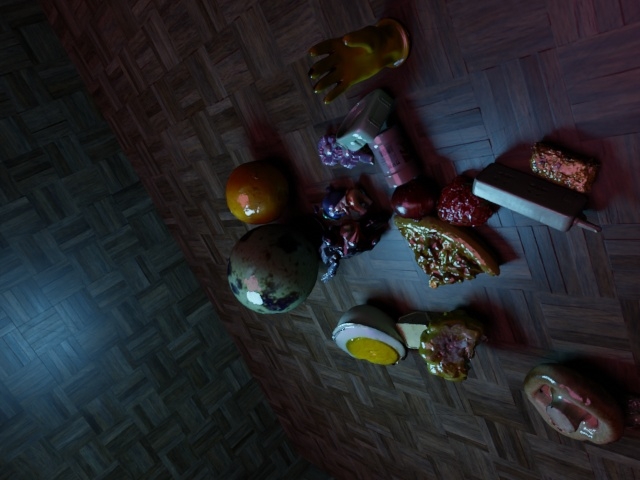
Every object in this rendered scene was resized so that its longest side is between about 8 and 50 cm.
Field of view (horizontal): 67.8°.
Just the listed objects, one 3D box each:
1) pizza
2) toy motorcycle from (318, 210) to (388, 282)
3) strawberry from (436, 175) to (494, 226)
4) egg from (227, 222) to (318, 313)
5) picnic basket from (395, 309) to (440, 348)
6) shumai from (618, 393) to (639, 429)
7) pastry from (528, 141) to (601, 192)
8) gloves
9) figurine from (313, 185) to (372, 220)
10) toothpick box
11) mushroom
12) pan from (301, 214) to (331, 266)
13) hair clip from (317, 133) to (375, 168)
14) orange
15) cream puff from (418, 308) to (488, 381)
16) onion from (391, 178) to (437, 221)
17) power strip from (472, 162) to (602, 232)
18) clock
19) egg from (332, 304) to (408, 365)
[{"bbox_3d":[0.355,0.008,1.376,0.268,0.087,0.258,58,145,-3],"label":"pizza"},{"bbox_3d":[0.074,0.025,1.638,0.134,0.207,0.401,68,153,17],"label":"toy motorcycle"},{"bbox_3d":[0.369,-0.093,1.255,0.192,0.085,0.140,23,139,42],"label":"strawberry"},{"bbox_3d":[-0.175,0.101,1.854,0.344,0.428,0.345,6,110,17],"label":"egg"},{"bbox_3d":[0.357,0.313,1.663,0.164,0.079,0.115,-7,113,54],"label":"picnic basket"},{"bbox_3d":[0.799,0.447,1.221,0.082,0.080,0.083,49,148,9],"label":"shumai"},{"bbox_3d":[0.518,-0.158,1.025,0.140,0.056,0.080,30,130,36],"label":"pastry"},{"bbox_3d":[0.079,-0.420,1.113,0.116,0.294,0.133,13,130,47],"label":"gloves"},{"bbox_3d":[0.075,-0.131,1.595,0.195,0.111,0.102,-15,122,51],"label":"figurine"},{"bbox_3d":[0.202,-0.233,1.318,0.098,0.098,0.149,-13,110,56],"label":"toothpick box"},{"bbox_3d":[0.687,0.448,1.303,0.278,0.146,0.278,39,154,23],"label":"mushroom"},{"bbox_3d":[0.000,0.000,1.869,0.136,0.028,0.235,-5,113,55],"label":"pan"},{"bbox_3d":[0.073,-0.280,1.474,0.292,0.084,0.106,20,117,48],"label":"hair clip"},{"bbox_3d":[-0.236,-0.181,1.800,0.246,0.246,0.246,33,143,29],"label":"orange"},{"bbox_3d":[0.407,0.320,1.500,0.194,0.221,0.195,27,-176,-2],"label":"cream puff"},{"bbox_3d":[0.261,-0.113,1.333,0.131,0.131,0.131,33,143,29],"label":"onion"},{"bbox_3d":[0.494,-0.092,1.083,0.288,0.093,0.053,30,143,32],"label":"power strip"},{"bbox_3d":[0.106,-0.319,1.320,0.066,0.159,0.211,34,160,-18],"label":"clock"},{"bbox_3d":[0.206,0.343,1.818,0.286,0.174,0.264,14,142,15],"label":"egg"}]
